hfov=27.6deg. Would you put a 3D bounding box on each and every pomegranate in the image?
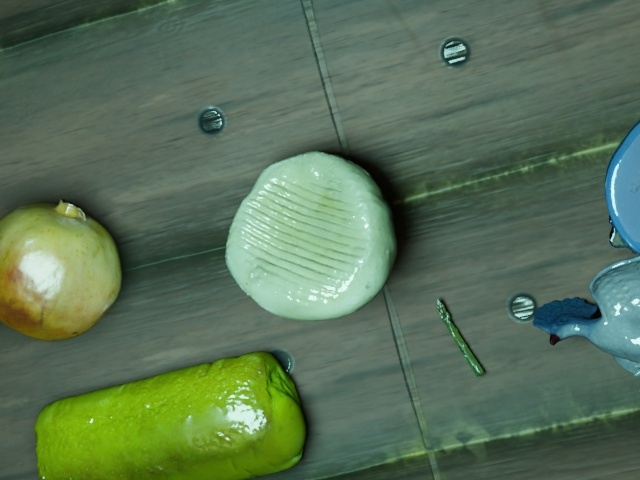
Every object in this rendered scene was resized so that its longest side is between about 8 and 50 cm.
[{"bbox_3d":[-0.353,0.038,1.702,0.191,0.191,0.191,2,99,13],"label":"pomegranate"}]

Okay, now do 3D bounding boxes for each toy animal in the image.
[{"bbox_3d":[0.387,0.098,1.552,0.256,0.176,0.239,-15,133,7],"label":"toy animal"}]

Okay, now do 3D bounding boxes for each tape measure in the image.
[{"bbox_3d":[0.484,-0.113,1.527,0.215,0.098,0.351,34,102,5],"label":"tape measure"}]

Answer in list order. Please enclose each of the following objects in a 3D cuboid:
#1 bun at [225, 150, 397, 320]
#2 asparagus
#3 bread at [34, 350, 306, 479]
[{"bbox_3d":[0.000,0.000,1.633,0.231,0.133,0.231,-7,73,24],"label":"bun"},{"bbox_3d":[0.177,0.124,1.672,0.015,0.014,0.114,-31,91,37],"label":"asparagus"},{"bbox_3d":[-0.208,0.262,1.732,0.384,0.112,0.166,-14,95,15],"label":"bread"}]
